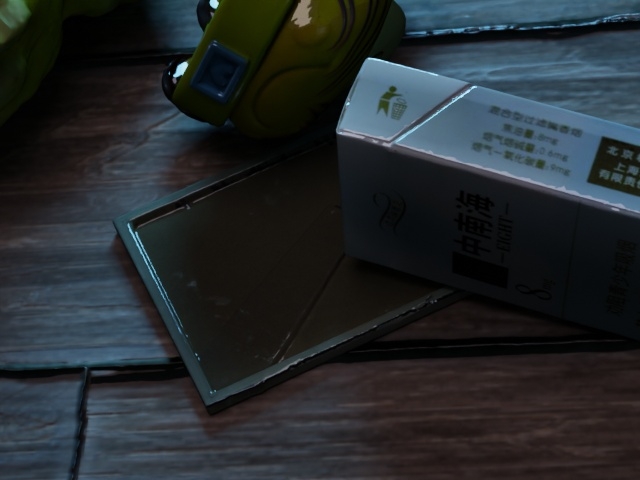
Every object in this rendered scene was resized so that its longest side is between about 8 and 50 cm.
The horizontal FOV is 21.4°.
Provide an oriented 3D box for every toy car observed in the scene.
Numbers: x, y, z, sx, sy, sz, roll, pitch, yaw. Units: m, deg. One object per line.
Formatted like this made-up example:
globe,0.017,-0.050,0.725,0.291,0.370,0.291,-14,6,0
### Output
toy car,-0.007,-0.174,1.222,0.142,0.200,0.248,27,48,-7

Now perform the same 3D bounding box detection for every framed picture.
framed picture,0.000,0.000,1.183,0.250,0.016,0.184,-25,54,-9

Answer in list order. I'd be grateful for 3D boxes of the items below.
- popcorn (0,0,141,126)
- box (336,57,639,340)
popcorn,-0.299,-0.212,1.266,0.292,0.293,0.334,44,66,-15
box,0.133,-0.020,1.073,0.242,0.155,0.067,17,60,12
